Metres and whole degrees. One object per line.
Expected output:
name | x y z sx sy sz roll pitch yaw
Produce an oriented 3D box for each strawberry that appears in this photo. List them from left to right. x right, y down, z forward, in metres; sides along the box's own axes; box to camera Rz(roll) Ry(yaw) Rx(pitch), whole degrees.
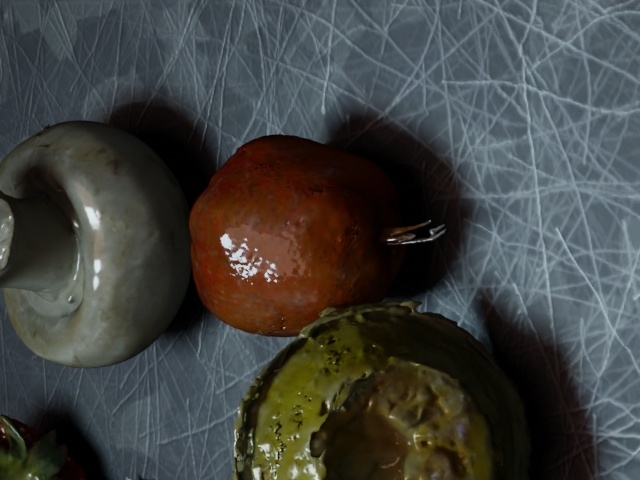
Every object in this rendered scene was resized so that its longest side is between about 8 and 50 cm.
strawberry | -0.435 0.389 2.334 0.292 0.292 0.343 64 150 16

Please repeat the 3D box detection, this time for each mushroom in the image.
mushroom | -0.307 0.009 2.073 0.297 0.290 0.297 10 103 46

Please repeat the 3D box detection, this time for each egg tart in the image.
egg tart | 0.068 0.210 1.700 0.120 0.315 0.315 148 108 -77

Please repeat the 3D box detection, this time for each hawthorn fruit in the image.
hawthorn fruit | 0.000 0.000 1.814 0.299 0.211 0.211 2 100 35

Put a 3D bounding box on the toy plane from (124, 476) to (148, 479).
toy plane | -0.229 0.339 2.247 0.078 0.031 0.083 5 99 33
